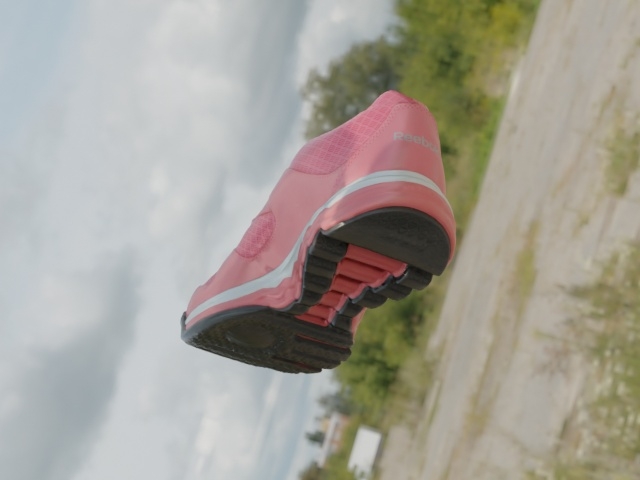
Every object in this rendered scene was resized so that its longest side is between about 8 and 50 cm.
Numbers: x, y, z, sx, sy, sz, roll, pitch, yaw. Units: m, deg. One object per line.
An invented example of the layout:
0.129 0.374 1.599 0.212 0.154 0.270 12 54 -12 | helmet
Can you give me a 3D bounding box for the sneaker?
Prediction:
0.001 0.000 1.019 0.314 0.116 0.136 -37 39 49 | sneaker
